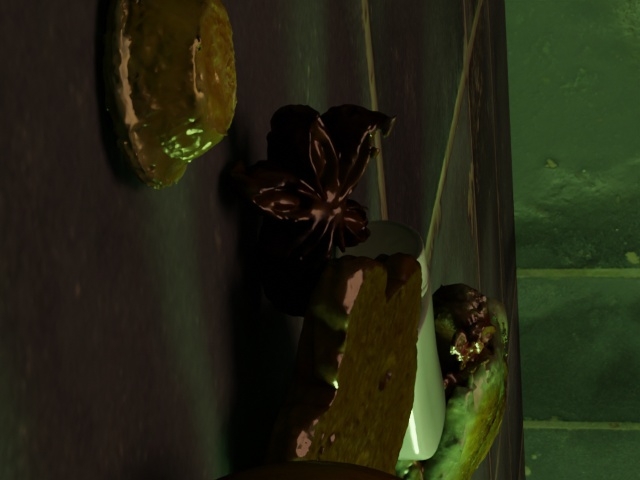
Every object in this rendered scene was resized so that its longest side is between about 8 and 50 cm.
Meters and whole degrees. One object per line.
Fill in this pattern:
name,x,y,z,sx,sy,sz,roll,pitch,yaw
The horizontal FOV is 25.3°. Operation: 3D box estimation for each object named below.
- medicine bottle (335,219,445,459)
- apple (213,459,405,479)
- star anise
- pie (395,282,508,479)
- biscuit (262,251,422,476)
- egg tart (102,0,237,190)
medicine bottle,0.055,0.075,1.078,0.119,0.069,0.183,-76,163,-48
apple,-0.002,0.165,0.598,0.163,0.147,0.146,58,32,-65
star anise,-0.006,-0.009,0.807,0.097,0.070,0.191,-51,150,-28
pie,0.110,0.170,1.321,0.274,0.105,0.257,22,82,-75
biscuit,0.006,0.122,0.829,0.208,0.041,0.290,-57,155,-46
egg tart,-0.060,-0.071,0.595,0.105,0.039,0.105,-1,90,-77
